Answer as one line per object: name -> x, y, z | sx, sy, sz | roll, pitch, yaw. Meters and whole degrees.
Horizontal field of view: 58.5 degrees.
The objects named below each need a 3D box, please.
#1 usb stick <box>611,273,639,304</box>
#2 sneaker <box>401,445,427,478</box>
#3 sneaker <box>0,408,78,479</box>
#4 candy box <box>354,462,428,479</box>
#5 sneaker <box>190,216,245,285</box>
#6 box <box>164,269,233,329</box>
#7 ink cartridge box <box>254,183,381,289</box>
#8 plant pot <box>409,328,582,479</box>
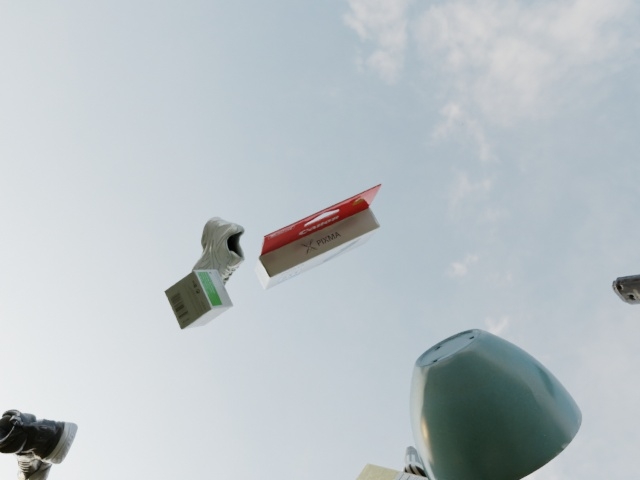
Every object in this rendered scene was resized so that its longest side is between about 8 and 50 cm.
usb stick -> 0.697, 0.082, 1.083 | 0.077, 0.278, 0.045 | 37, -116, -19
sneaker -> 0.275, 0.592, 1.398 | 0.086, 0.132, 0.228 | -28, -75, 15
sneaker -> -0.638, 0.443, 1.233 | 0.153, 0.101, 0.268 | 31, -52, -21
candy box -> 0.205, 0.568, 1.176 | 0.183, 0.087, 0.316 | 47, -27, -7
sneaker -> -0.242, 0.060, 1.390 | 0.115, 0.090, 0.232 | 9, -90, 30
box -> -0.273, 0.131, 1.288 | 0.102, 0.087, 0.101 | -33, -105, 21
ink cartridge box -> 0.000, 0.000, 1.316 | 0.297, 0.261, 0.066 | -25, -102, -17
plant pot -> 0.273, 0.272, 1.010 | 0.290, 0.290, 0.195 | -30, -92, 18
